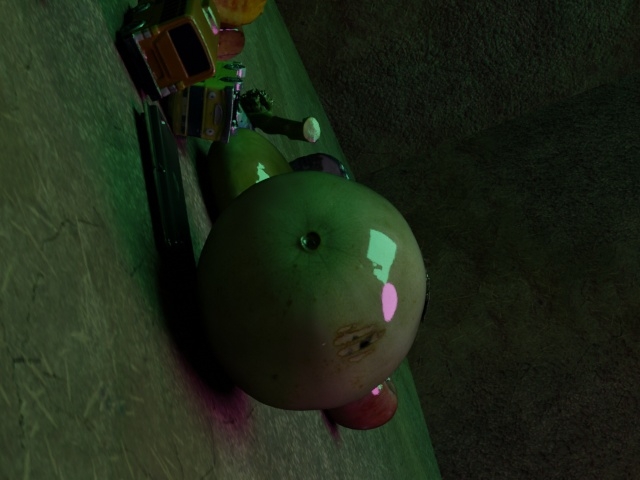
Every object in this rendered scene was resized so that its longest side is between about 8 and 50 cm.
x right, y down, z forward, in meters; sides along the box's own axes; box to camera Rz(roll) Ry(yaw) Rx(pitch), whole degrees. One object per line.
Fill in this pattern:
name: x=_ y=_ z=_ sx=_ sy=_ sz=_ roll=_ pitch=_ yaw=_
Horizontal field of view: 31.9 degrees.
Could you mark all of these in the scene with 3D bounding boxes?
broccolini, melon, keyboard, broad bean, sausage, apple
broccolini: x=-0.071 y=-0.212 z=1.875 sx=0.392 sy=0.079 sz=0.073 roll=24 pitch=-77 yaw=64
melon: x=-0.010 y=0.061 z=1.286 sx=0.330 sy=0.269 sz=0.268 roll=91 pitch=-17 yaw=-66
keyboard: x=-0.181 y=-0.062 z=1.330 sx=0.093 sy=0.025 sz=0.230 roll=64 pitch=9 yaw=-51
broad bean: x=-0.079 y=-0.030 z=1.654 sx=0.291 sy=0.119 sz=0.238 roll=68 pitch=16 yaw=12
sausage: x=-0.202 y=-0.426 z=1.916 sx=0.109 sy=0.109 sz=0.270 roll=59 pitch=14 yaw=-57
apple: x=0.059 y=0.249 z=1.904 sx=0.153 sy=0.120 sz=0.153 roll=61 pitch=14 yaw=-26

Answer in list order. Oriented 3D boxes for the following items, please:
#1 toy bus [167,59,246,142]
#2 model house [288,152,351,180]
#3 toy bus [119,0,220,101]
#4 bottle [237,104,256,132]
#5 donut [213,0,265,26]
toy bus: x=-0.159 y=-0.200 z=1.584 sx=0.175 sy=0.101 sz=0.088 roll=-90 pitch=-172 yaw=-70
model house: x=0.000 y=0.000 z=1.983 sx=0.291 sy=0.185 sz=0.253 roll=57 pitch=9 yaw=-80
toy bus: x=-0.192 y=-0.273 z=1.485 sx=0.201 sy=0.114 sz=0.098 roll=-97 pitch=165 yaw=-64
bottle: x=-0.132 y=-0.168 z=1.888 sx=0.217 sy=0.060 sz=0.060 roll=60 pitch=11 yaw=-56
donut: x=-0.177 y=-0.490 z=1.790 sx=0.303 sy=0.110 sz=0.302 roll=33 pitch=38 yaw=-30
